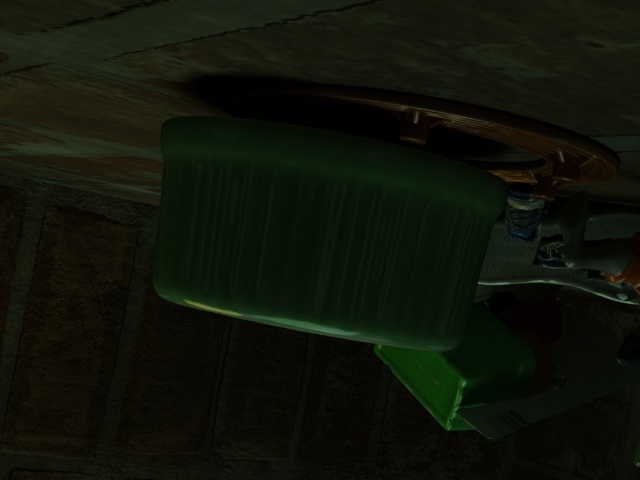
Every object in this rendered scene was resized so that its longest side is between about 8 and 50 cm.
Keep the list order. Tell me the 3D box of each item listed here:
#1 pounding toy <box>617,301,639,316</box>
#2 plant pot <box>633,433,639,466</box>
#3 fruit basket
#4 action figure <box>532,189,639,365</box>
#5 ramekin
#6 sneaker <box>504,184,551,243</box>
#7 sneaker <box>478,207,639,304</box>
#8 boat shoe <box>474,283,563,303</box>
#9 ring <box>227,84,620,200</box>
[{"bbox_3d":[0.536,0.058,1.448,0.181,0.094,0.206,17,166,-24],"label":"pounding toy"},{"bbox_3d":[0.519,0.137,1.142,0.247,0.252,0.247,9,-171,26],"label":"plant pot"},{"bbox_3d":[0.273,0.152,1.500,0.353,0.165,0.327,-9,-141,-37],"label":"fruit basket"},{"bbox_3d":[0.327,0.070,0.937,0.341,0.179,0.330,5,162,39],"label":"action figure"},{"bbox_3d":[0.000,0.000,0.858,0.303,0.148,0.303,10,178,0],"label":"ramekin"},{"bbox_3d":[0.211,-0.027,1.034,0.052,0.058,0.135,10,-174,18],"label":"sneaker"},{"bbox_3d":[0.317,0.005,1.164,0.292,0.108,0.169,6,-170,22],"label":"sneaker"},{"bbox_3d":[0.253,0.019,1.413,0.340,0.127,0.113,-7,-143,-43],"label":"boat shoe"},{"bbox_3d":[0.084,-0.076,0.857,0.336,0.032,0.336,11,177,0],"label":"ring"}]
